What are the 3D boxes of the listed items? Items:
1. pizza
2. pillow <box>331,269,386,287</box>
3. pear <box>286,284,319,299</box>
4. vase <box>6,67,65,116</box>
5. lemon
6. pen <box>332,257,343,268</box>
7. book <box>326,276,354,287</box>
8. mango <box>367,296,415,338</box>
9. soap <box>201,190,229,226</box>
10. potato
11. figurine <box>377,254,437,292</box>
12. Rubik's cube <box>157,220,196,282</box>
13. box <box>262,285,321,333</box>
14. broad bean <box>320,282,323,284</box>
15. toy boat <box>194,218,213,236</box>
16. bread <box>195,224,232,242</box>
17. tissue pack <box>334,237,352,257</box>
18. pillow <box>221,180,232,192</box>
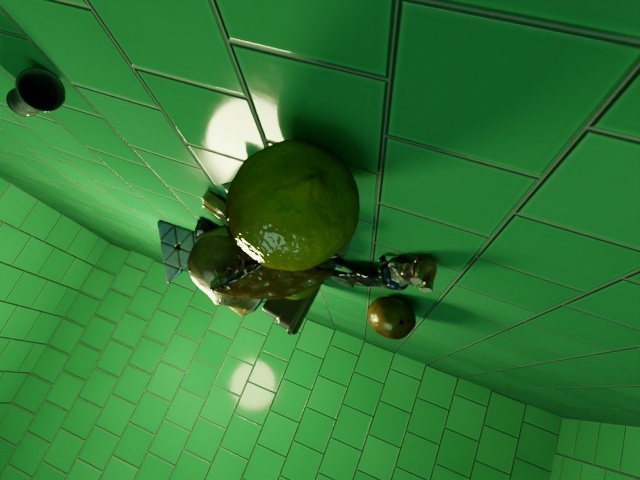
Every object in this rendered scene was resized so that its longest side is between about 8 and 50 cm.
[{"bbox_3d":[-0.158,0.096,1.279,0.410,0.113,0.277,-14,141,3],"label":"pizza"},{"bbox_3d":[0.148,0.135,1.406,0.189,0.034,0.256,19,170,-34],"label":"pillow"},{"bbox_3d":[-0.087,0.130,1.482,0.199,0.198,0.198,21,162,7],"label":"pear"},{"bbox_3d":[-0.707,-0.352,0.987,0.220,0.096,0.096,9,158,44],"label":"vase"},{"bbox_3d":[-0.057,-0.060,0.785,0.254,0.253,0.310,28,162,-15],"label":"lemon"},{"bbox_3d":[-0.048,0.039,1.413,0.269,0.033,0.033,19,162,11],"label":"pen"},{"bbox_3d":[0.063,0.156,1.644,0.135,0.017,0.103,16,162,23],"label":"book"},{"bbox_3d":[0.286,0.317,1.618,0.176,0.176,0.329,64,-179,27],"label":"mango"},{"bbox_3d":[-0.276,-0.059,1.305,0.252,0.037,0.092,38,159,-4],"label":"soap"},{"bbox_3d":[-0.360,0.106,1.517,0.296,0.289,0.397,22,162,-22],"label":"potato"},{"bbox_3d":[0.242,0.094,1.116,0.111,0.102,0.195,44,152,-21],"label":"figurine"},{"bbox_3d":[-0.658,0.039,1.974,0.228,0.229,0.233,-123,29,-49],"label":"Rubik's cube"},{"bbox_3d":[-0.135,0.271,1.826,0.179,0.274,0.138,25,162,14],"label":"box"},{"bbox_3d":[-0.090,0.106,1.611,0.256,0.052,0.052,32,148,-19],"label":"broad bean"},{"bbox_3d":[-0.468,-0.016,1.698,0.093,0.103,0.246,27,152,18],"label":"toy boat"},{"bbox_3d":[-0.378,0.056,1.698,0.139,0.077,0.361,-23,154,3],"label":"bread"},{"bbox_3d":[0.001,0.000,1.147,0.103,0.090,0.170,31,162,-24],"label":"tissue pack"},{"bbox_3d":[-0.139,-0.092,1.071,0.145,0.078,0.254,-1,155,15],"label":"pillow"}]
